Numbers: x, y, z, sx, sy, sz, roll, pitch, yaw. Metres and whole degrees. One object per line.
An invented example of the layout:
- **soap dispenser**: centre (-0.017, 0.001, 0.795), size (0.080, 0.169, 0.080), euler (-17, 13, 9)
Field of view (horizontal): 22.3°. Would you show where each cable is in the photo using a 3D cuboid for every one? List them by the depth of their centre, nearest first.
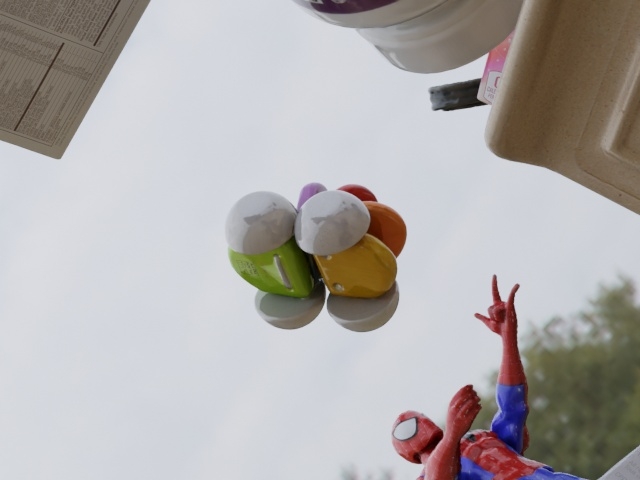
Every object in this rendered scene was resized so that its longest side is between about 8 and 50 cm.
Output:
- **cable**: centre (0.248, -0.176, 1.568), size (0.139, 0.287, 0.072), euler (-54, -41, -73)

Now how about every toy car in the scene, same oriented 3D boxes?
- **toy car**: centre (0.000, 0.000, 1.623), size (0.159, 0.182, 0.136), euler (68, -147, -40)

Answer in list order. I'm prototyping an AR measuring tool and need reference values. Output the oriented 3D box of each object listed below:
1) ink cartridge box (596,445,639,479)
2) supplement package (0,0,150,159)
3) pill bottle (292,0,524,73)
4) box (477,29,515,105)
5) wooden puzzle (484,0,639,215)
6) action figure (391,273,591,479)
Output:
- **ink cartridge box**: centre (0.262, 0.213, 1.217), size (0.307, 0.072, 0.303), euler (-30, -29, -39)
- **supplement package**: centre (-0.302, -0.228, 1.303), size (0.263, 0.199, 0.198), euler (19, -68, -37)
- **pill bottle**: centre (0.015, -0.231, 0.955), size (0.169, 0.169, 0.301), euler (-46, -44, 0)
- **box**: centre (0.283, -0.130, 1.143), size (0.142, 0.300, 0.154), euler (-19, -52, -51)
- **wooden puzzle**: centre (0.271, -0.092, 0.717), size (0.080, 0.348, 0.322), euler (-56, -15, -38)
- **action figure**: centre (0.124, 0.111, 0.863), size (0.091, 0.280, 0.139), euler (-19, -70, -32)
